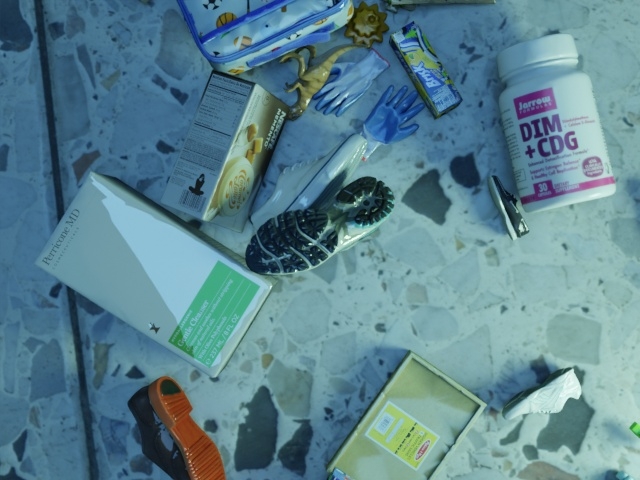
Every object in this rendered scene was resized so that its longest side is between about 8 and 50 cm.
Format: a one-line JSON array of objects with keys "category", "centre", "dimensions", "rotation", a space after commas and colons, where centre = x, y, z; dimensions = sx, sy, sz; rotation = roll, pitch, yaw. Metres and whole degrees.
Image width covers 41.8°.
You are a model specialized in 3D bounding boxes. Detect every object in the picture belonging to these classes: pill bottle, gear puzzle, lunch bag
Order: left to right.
[{"category": "lunch bag", "centre": [-0.095, -0.436, 1.473], "dimensions": [0.303, 0.115, 0.243], "rotation": [-24, 78, 3]}, {"category": "gear puzzle", "centre": [0.119, -0.514, 1.517], "dimensions": [0.175, 0.044, 0.339], "rotation": [22, 90, 2]}, {"category": "pill bottle", "centre": [0.399, -0.199, 1.447], "dimensions": [0.160, 0.160, 0.283], "rotation": [-13, 88, 2]}]

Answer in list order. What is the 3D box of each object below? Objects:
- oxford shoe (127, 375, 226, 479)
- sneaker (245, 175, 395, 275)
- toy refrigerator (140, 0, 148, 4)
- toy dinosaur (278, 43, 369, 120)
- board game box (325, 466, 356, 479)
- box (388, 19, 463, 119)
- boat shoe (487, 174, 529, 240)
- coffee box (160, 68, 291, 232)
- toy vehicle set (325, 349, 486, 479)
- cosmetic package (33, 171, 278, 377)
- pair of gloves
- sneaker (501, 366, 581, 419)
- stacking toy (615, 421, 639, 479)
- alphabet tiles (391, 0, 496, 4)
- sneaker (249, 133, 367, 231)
[{"category": "oxford shoe", "centre": [-0.255, 0.382, 1.504], "dimensions": [0.098, 0.097, 0.271], "rotation": [-29, 84, 21]}, {"category": "sneaker", "centre": [0.000, 0.000, 1.444], "dimensions": [0.283, 0.122, 0.110], "rotation": [-24, 71, -21]}, {"category": "toy refrigerator", "centre": [-0.278, -0.569, 1.510], "dimensions": [0.102, 0.094, 0.269], "rotation": [40, 90, 9]}, {"category": "toy dinosaur", "centre": [-0.005, -0.309, 1.502], "dimensions": [0.112, 0.064, 0.211], "rotation": [45, 120, 6]}, {"category": "board game box", "centre": [0.028, 0.522, 1.489], "dimensions": [0.136, 0.035, 0.201], "rotation": [33, 102, 2]}, {"category": "box", "centre": [0.188, -0.305, 1.505], "dimensions": [0.054, 0.059, 0.169], "rotation": [-30, 88, 0]}, {"category": "boat shoe", "centre": [0.337, -0.063, 1.503], "dimensions": [0.038, 0.046, 0.125], "rotation": [-24, 91, 1]}, {"category": "coffee box", "centre": [-0.162, -0.152, 1.465], "dimensions": [0.098, 0.141, 0.247], "rotation": [21, 89, 25]}, {"category": "toy vehicle set", "centre": [0.152, 0.352, 1.507], "dimensions": [0.166, 0.035, 0.267], "rotation": [36, 90, 2]}, {"category": "cosmetic package", "centre": [-0.279, 0.057, 1.468], "dimensions": [0.365, 0.155, 0.197], "rotation": [31, 91, 1]}, {"category": "pair of gloves", "centre": [0.084, -0.254, 1.526], "dimensions": [0.159, 0.023, 0.198], "rotation": [-41, 89, 1]}, {"category": "sneaker", "centre": [0.396, 0.287, 1.493], "dimensions": [0.152, 0.054, 0.061], "rotation": [-29, 91, 1]}, {"category": "stacking toy", "centre": [0.581, 0.457, 1.488], "dimensions": [0.221, 0.052, 0.167], "rotation": [44, 89, 4]}, {"category": "alphabet tiles", "centre": [0.238, -0.526, 1.506], "dimensions": [0.237, 0.009, 0.198], "rotation": [-3, 93, -10]}, {"category": "sneaker", "centre": [-0.027, -0.103, 1.489], "dimensions": [0.091, 0.094, 0.258], "rotation": [43, 90, 15]}]
